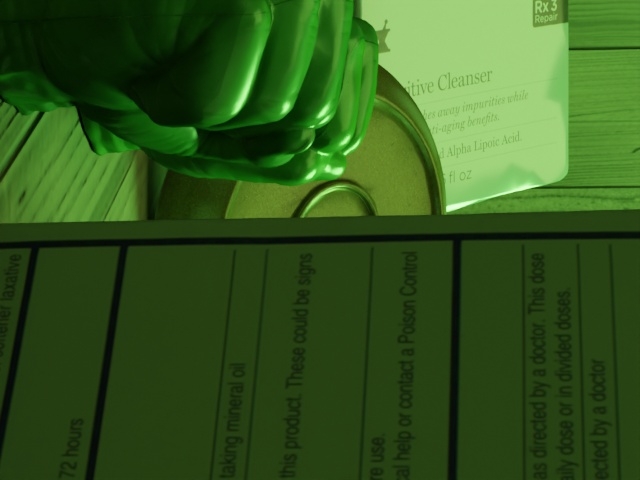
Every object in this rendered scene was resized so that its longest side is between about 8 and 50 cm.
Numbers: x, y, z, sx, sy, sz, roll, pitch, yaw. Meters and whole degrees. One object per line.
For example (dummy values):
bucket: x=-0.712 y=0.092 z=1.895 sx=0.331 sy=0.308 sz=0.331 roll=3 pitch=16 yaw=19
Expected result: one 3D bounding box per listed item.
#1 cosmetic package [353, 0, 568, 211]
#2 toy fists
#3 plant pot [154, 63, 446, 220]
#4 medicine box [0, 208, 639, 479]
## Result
cosmetic package: x=0.045 y=-0.218 z=1.223 sx=0.217 sy=0.156 sz=0.385 roll=-17 pitch=112 yaw=-41
toy fists: x=-0.049 y=-0.076 z=0.832 sx=0.279 sy=0.142 sz=0.096 roll=36 pitch=54 yaw=-81
plant pot: x=0.000 y=0.000 z=1.102 sx=0.236 sy=0.032 sz=0.236 roll=-13 pitch=109 yaw=-42
medicine box: x=-0.003 y=0.138 z=0.582 sx=0.149 sy=0.289 sz=0.263 roll=77 pitch=14 yaw=-53
